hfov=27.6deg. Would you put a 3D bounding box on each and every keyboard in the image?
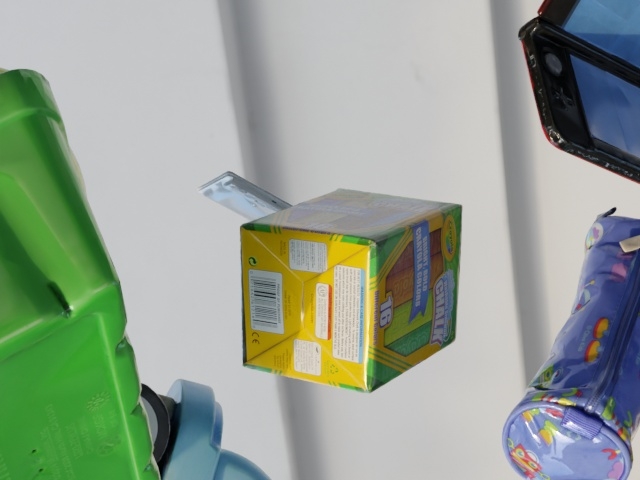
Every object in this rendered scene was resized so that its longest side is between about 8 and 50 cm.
[{"bbox_3d":[0.000,0.000,1.291,0.256,0.014,0.072,29,161,-22],"label":"keyboard"}]

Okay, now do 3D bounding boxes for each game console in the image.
[{"bbox_3d":[0.197,-0.106,0.776,0.144,0.124,0.085,17,141,-35],"label":"game console"}]

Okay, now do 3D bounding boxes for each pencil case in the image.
[{"bbox_3d":[0.276,0.100,1.252,0.119,0.133,0.306,22,-132,12],"label":"pencil case"}]

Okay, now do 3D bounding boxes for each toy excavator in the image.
[{"bbox_3d":[-0.102,0.387,1.422,0.445,0.433,0.222,15,168,-11],"label":"toy excavator"}]

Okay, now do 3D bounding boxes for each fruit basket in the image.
[{"bbox_3d":[-0.273,0.027,0.956,0.283,0.392,0.392,-29,-154,-21],"label":"fruit basket"}]

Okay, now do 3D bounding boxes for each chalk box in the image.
[{"bbox_3d":[0.042,0.033,1.143,0.132,0.132,0.213,8,-163,31],"label":"chalk box"}]
